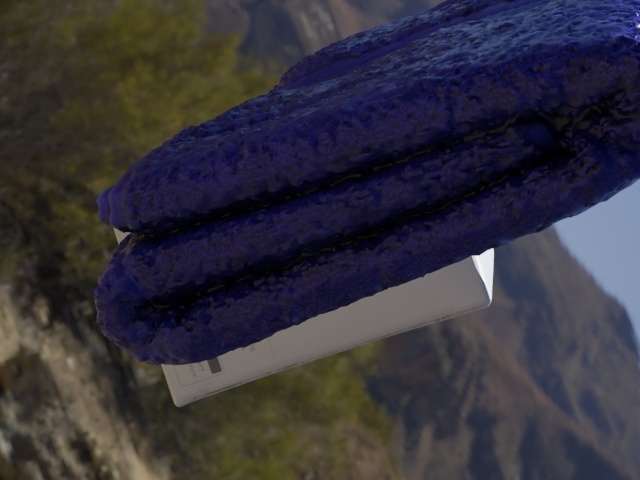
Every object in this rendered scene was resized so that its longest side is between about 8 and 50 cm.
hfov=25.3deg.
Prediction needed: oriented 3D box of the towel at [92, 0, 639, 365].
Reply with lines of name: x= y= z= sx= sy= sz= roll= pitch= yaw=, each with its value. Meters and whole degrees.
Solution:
towel: x=0.043 y=-0.060 z=0.604 sx=0.076 sy=0.228 sz=0.308 roll=63 pitch=19 yaw=-10

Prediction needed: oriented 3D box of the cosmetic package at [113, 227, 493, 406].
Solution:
cosmetic package: x=0.000 y=0.000 z=1.029 sx=0.224 sy=0.225 sz=0.138 roll=-48 pitch=120 yaw=-80
